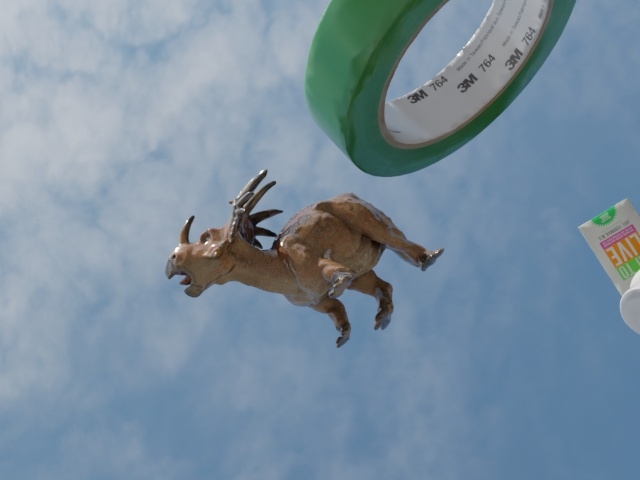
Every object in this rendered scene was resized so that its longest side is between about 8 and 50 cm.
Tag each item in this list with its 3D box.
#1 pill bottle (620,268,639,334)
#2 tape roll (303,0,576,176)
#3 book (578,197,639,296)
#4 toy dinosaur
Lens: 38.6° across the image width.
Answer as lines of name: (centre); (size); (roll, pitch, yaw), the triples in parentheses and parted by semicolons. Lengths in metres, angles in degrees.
pill bottle: (0.538, 0.073, 1.392); (0.180, 0.108, 0.107); (-28, -80, -39)
tape roll: (0.132, -0.212, 0.964); (0.321, 0.321, 0.077); (-33, -117, -14)
book: (0.516, 0.014, 1.542); (0.096, 0.035, 0.144); (-34, -115, 16)
toy dinosaur: (0.000, 0.000, 0.999); (0.296, 0.127, 0.200); (-18, -126, -42)
